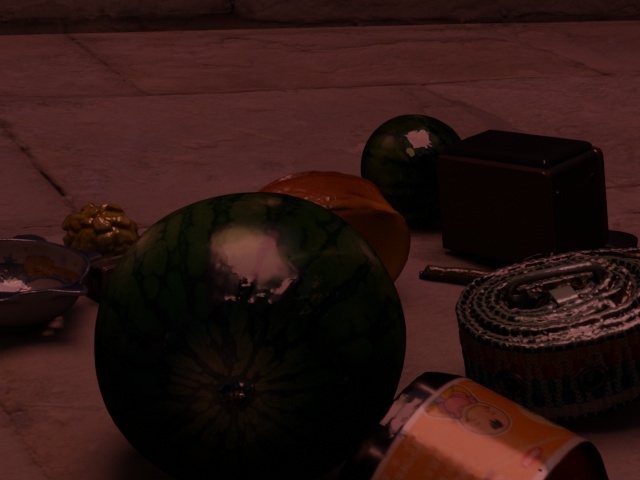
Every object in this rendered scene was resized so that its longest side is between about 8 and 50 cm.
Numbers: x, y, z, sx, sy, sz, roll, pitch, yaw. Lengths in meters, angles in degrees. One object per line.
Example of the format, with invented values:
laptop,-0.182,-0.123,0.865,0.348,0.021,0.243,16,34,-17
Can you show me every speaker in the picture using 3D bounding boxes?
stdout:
speaker,0.318,-0.065,2.194,0.153,0.192,0.231,-24,25,-39

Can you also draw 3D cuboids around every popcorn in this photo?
popcorn,-0.323,-0.005,2.066,0.106,0.121,0.116,11,48,-45

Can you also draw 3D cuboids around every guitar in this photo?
guitar,0.432,-0.015,2.365,0.233,0.025,0.088,20,26,36

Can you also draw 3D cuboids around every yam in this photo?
yam,0.216,0.055,2.128,0.130,0.027,0.033,6,19,8

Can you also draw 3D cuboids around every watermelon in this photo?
watermelon,0.173,-0.122,2.363,0.215,0.188,0.188,11,20,40
watermelon,-0.074,0.108,1.486,0.363,0.363,0.363,4,20,-1

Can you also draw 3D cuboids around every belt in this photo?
belt,0.318,0.105,1.723,0.295,0.160,0.207,-9,29,10

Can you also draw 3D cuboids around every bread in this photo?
bread,0.000,0.000,1.998,0.270,0.195,0.143,-4,28,-32

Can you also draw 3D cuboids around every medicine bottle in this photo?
medicine bottle,0.207,0.293,1.205,0.395,0.242,0.242,28,28,22

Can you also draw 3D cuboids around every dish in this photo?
dish,-0.404,0.073,1.864,0.228,0.086,0.236,13,21,19

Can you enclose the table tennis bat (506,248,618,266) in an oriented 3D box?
table tennis bat,0.417,0.028,2.234,0.237,0.038,0.149,3,20,4

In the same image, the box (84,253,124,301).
box,-0.294,0.055,1.982,0.085,0.060,0.063,-15,19,-41
